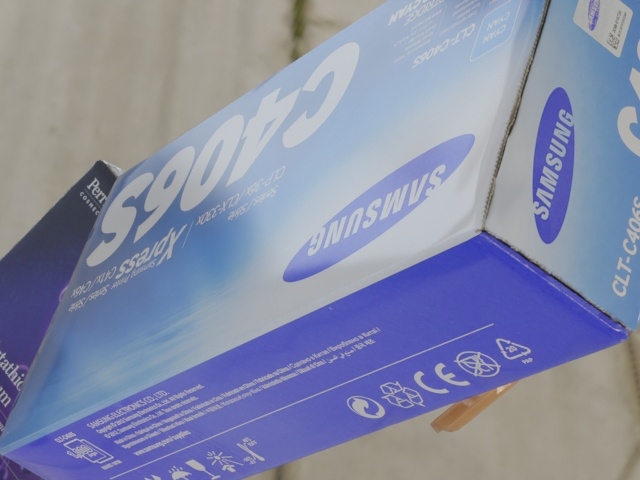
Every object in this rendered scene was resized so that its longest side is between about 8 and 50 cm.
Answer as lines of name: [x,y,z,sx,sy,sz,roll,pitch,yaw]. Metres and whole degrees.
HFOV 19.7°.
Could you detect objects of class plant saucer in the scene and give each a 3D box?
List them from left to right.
plant saucer: [0.096,0.079,1.012,0.013,0.083,0.083,52,-141,7]

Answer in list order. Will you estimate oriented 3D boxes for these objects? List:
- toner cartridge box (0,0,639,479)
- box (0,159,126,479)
toner cartridge box: [0.000,0.000,0.759,0.075,0.348,0.165,33,-125,-23]
box: [-0.157,0.075,1.277,0.153,0.207,0.108,46,-175,28]
